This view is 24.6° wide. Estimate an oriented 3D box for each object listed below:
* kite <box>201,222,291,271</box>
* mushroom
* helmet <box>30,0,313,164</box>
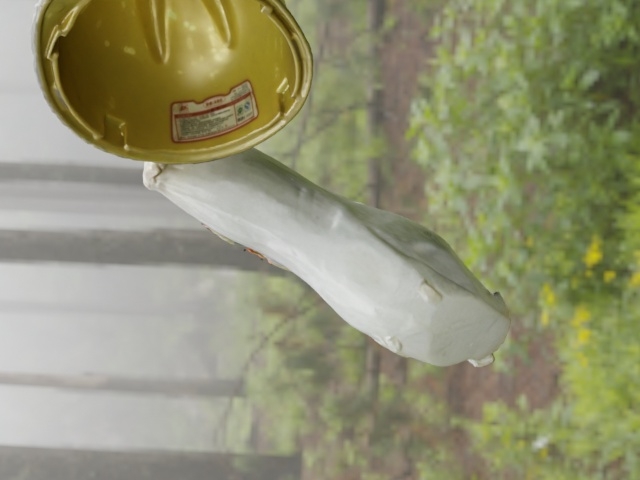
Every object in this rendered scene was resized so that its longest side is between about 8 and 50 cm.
[{"bbox_3d":[0.001,0.041,1.946,0.377,0.327,0.013,26,-97,-42],"label":"kite"},{"bbox_3d":[0.000,-0.001,1.249,0.109,0.351,0.097,-35,-29,-59],"label":"mushroom"},{"bbox_3d":[-0.116,-0.179,1.121,0.257,0.205,0.140,71,-170,-57],"label":"helmet"}]
